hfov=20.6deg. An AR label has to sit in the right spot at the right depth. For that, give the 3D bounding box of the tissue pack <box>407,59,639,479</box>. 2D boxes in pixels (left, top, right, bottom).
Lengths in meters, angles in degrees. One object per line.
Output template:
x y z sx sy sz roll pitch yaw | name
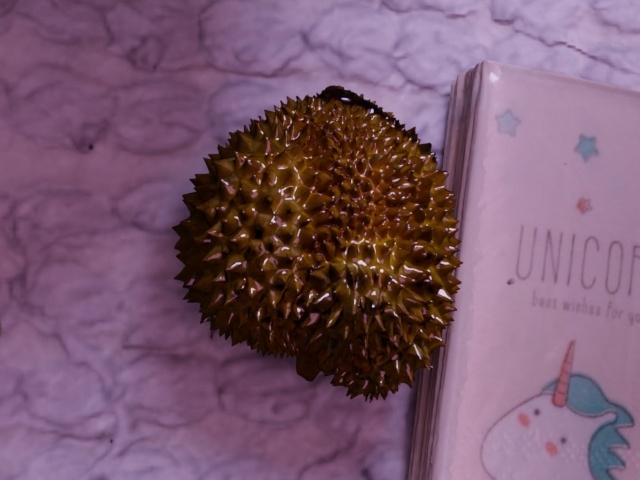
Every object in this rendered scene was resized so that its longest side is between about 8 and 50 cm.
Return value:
0.141 0.072 1.023 0.170 0.071 0.325 8 84 -17 | tissue pack

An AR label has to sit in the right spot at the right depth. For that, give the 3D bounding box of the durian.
0.000 0.000 0.951 0.158 0.137 0.168 9 87 -32 | durian

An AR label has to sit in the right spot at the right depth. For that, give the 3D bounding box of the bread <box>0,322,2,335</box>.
-0.231 0.028 0.903 0.106 0.082 0.125 -28 85 -28 | bread
